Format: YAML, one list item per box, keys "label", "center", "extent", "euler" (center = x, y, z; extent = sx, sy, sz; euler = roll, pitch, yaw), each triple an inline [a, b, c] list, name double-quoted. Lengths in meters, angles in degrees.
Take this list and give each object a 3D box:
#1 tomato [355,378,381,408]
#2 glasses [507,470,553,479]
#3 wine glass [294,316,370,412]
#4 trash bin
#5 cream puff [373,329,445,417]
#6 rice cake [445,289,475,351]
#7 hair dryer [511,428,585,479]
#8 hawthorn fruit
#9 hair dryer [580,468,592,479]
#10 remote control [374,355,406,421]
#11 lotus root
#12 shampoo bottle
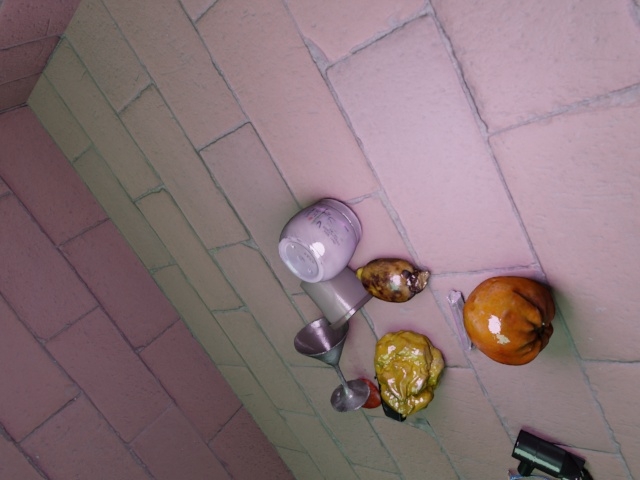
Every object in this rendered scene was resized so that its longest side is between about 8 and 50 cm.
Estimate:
- label: "tomato"
  center: [0.218, 0.783, 2.295]
  extent: [0.166, 0.082, 0.174]
  euler: [-12, 113, 47]
- label: "glasses"
  center: [0.922, 1.085, 1.938]
  extent: [0.220, 0.088, 0.190]
  euler: [-24, 104, 48]
- label: "wine glass"
  center: [0.076, 0.585, 2.116]
  extent: [0.267, 0.267, 0.406]
  euler: [-3, 120, 42]
- label: "trash bin"
  center: [0.065, 0.203, 1.867]
  extent: [0.250, 0.219, 0.219]
  euler: [45, 142, 12]
- label: "cream puff"
  center: [0.340, 0.547, 1.857]
  extent: [0.290, 0.257, 0.325]
  euler: [17, 126, 19]
- label: "rice cake"
  center: [0.520, 0.299, 1.672]
  extent: [0.048, 0.055, 0.270]
  euler: [1, 125, 45]
- label: "hair dryer"
  center: [0.893, 0.906, 1.826]
  extent: [0.244, 0.116, 0.303]
  euler: [21, 145, 26]
- label: "hawthorn fruit"
  center: [0.568, 0.241, 1.438]
  extent: [0.298, 0.276, 0.277]
  euler: [18, 135, 56]
- label: "hair dryer"
  center: [1.071, 0.968, 1.751]
  extent: [0.114, 0.070, 0.248]
  euler: [-24, 96, 49]
- label: "remote control"
  center: [0.333, 0.712, 2.156]
  extent: [0.144, 0.062, 0.399]
  euler: [9, 127, 35]
- label: "lotus root"
  center: [0.254, 0.150, 1.708]
  extent: [0.313, 0.141, 0.170]
  euler: [2, 119, 42]
- label: "shampoo bottle"
  center: [0.000, 0.000, 1.706]
  extent: [0.272, 0.266, 0.273]
  euler: [25, 140, 23]
